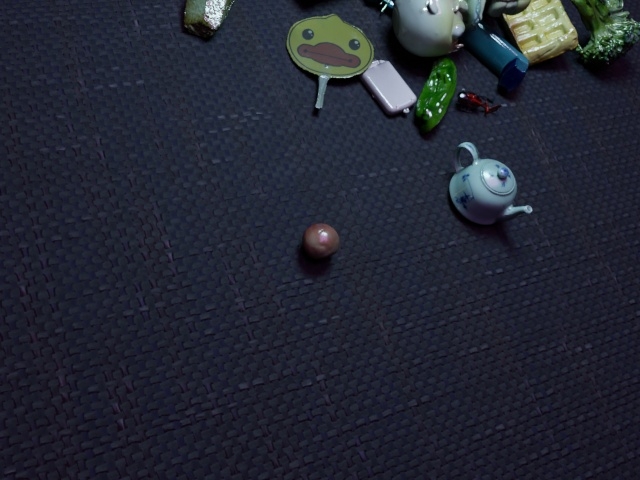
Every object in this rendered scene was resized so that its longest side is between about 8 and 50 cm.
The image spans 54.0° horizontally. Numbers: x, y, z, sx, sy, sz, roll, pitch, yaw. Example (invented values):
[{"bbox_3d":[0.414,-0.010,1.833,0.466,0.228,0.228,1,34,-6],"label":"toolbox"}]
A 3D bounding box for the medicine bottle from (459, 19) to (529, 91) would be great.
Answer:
[{"bbox_3d":[0.474,-0.532,1.746,0.258,0.079,0.124,46,45,8],"label":"medicine bottle"}]

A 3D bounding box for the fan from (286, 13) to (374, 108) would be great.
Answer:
[{"bbox_3d":[0.021,-0.464,1.601,0.230,0.011,0.334,10,62,-3],"label":"fan"}]

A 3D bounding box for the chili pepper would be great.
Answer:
[{"bbox_3d":[0.303,-0.390,1.635,0.074,0.100,0.256,49,51,-36],"label":"chili pepper"}]

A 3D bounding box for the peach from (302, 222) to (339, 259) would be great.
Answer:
[{"bbox_3d":[0.000,0.001,1.361,0.083,0.083,0.083,7,65,-14],"label":"peach"}]

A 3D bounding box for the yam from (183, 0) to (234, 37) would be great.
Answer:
[{"bbox_3d":[-0.258,-0.625,1.559,0.106,0.106,0.259,22,60,-6],"label":"yam"}]

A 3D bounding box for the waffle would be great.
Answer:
[{"bbox_3d":[0.616,-0.647,1.815,0.168,0.057,0.274,-20,71,11],"label":"waffle"}]

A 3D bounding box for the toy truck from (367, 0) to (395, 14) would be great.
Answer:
[{"bbox_3d":[0.159,-0.673,1.728,0.154,0.080,0.078,30,88,-2],"label":"toy truck"}]

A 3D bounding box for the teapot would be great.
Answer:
[{"bbox_3d":[0.403,-0.135,1.510,0.159,0.159,0.232,-34,80,-27],"label":"teapot"}]

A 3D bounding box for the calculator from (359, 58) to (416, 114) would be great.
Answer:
[{"bbox_3d":[0.174,-0.396,1.622,0.100,0.032,0.175,-29,77,-25],"label":"calculator"}]

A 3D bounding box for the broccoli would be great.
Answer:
[{"bbox_3d":[0.816,-0.650,1.799,0.198,0.177,0.274,-46,120,-19],"label":"broccoli"}]

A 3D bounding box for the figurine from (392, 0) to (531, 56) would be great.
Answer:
[{"bbox_3d":[0.378,-0.638,1.633,0.395,0.226,0.274,-13,99,-3],"label":"figurine"}]

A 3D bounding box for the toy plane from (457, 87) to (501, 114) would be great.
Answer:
[{"bbox_3d":[0.415,-0.369,1.671,0.145,0.060,0.037,16,62,-27],"label":"toy plane"}]
